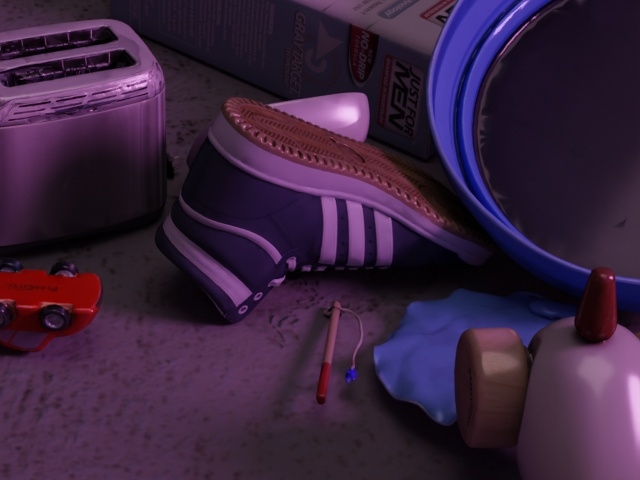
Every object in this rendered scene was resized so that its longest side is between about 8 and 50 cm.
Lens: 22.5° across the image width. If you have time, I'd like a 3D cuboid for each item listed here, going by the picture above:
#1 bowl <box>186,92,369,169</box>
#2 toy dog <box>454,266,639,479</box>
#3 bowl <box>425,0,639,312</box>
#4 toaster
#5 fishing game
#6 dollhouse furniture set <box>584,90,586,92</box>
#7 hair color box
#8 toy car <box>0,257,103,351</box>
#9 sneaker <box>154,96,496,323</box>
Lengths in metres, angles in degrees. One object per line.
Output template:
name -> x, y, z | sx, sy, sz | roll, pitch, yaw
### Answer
bowl -> -0.032, -0.071, 1.340 | 0.142, 0.142, 0.053 | -11, 76, -20
toy dog -> 0.186, 0.151, 0.985 | 0.220, 0.161, 0.334 | -18, 51, -16
bowl -> 0.283, -0.114, 1.298 | 0.391, 0.077, 0.391 | -5, 58, 9
toaster -> -0.211, -0.087, 1.304 | 0.227, 0.146, 0.129 | -12, 41, -24
fishing game -> 0.130, 0.092, 1.206 | 0.264, 0.041, 0.189 | 1, 29, 4
dollhouse furniture set -> 0.315, -0.060, 1.428 | 0.181, 0.101, 0.161 | -18, 68, -33
hair color box -> -0.002, -0.227, 1.556 | 0.374, 0.114, 0.185 | 25, 40, 25
toy car -> -0.308, 0.034, 1.204 | 0.239, 0.053, 0.225 | -17, 42, -30
sneaker -> 0.000, 0.000, 1.279 | 0.282, 0.153, 0.099 | 21, 22, -35
